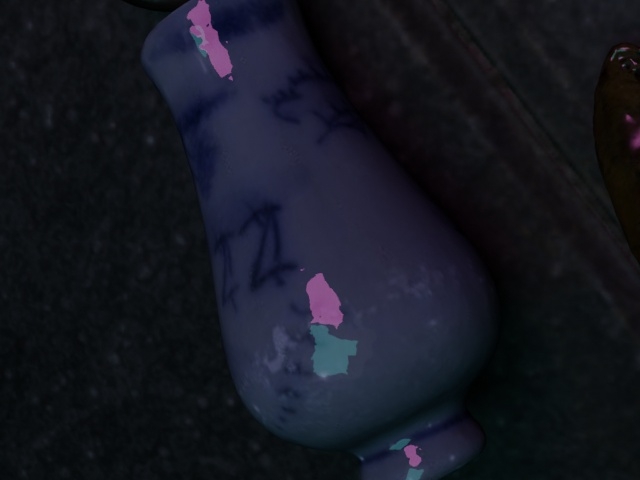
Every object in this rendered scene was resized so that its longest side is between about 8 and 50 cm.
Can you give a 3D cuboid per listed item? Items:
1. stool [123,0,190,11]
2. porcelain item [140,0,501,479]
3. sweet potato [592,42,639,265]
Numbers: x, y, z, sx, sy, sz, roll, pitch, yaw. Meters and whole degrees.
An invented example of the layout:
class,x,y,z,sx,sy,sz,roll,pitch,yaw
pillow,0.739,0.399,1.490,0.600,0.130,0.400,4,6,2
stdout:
class,x,y,z,sx,sy,sz,roll,pitch,yaw
stool,-0.103,-0.187,0.516,0.217,0.121,0.125,18,113,14
porcelain item,0.000,0.000,0.512,0.141,0.141,0.259,-29,83,28
sweet potato,0.275,0.067,0.414,0.423,0.130,0.130,35,116,21
